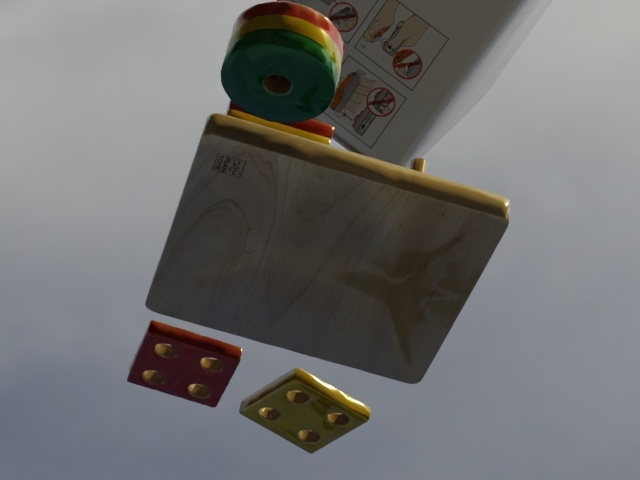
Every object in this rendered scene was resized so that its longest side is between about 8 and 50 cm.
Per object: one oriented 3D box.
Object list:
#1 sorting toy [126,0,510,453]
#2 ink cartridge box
[{"bbox_3d":[0.000,0.000,0.883,0.132,0.274,0.046,16,-129,-6],"label":"sorting toy"},{"bbox_3d":[0.114,-0.220,1.269,0.130,0.309,0.272,37,-158,5],"label":"ink cartridge box"}]
